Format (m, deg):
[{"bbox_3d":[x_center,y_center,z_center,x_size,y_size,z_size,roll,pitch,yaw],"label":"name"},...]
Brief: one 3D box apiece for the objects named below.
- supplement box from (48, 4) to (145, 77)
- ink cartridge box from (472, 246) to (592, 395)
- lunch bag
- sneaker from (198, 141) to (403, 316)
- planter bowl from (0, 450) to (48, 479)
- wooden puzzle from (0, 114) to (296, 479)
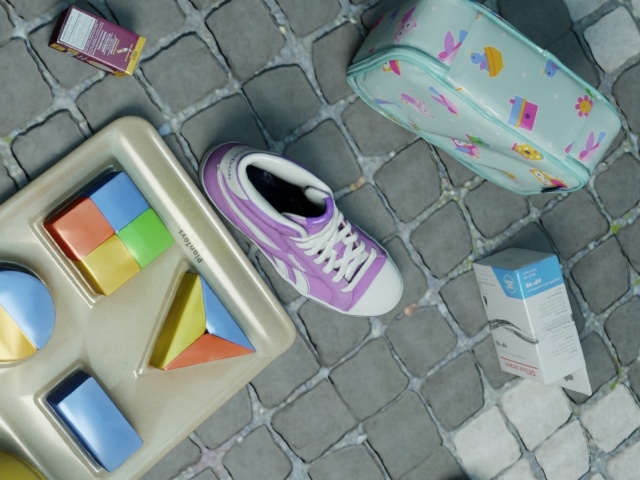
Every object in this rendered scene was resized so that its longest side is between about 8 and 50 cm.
[{"bbox_3d":[-0.229,-0.203,1.234,0.083,0.055,0.043,23,86,-22],"label":"supplement box"},{"bbox_3d":[0.252,0.105,1.432,0.060,0.104,0.180,-21,101,-20],"label":"ink cartridge box"},{"bbox_3d":[0.175,-0.149,1.321,0.279,0.224,0.108,33,78,-16],"label":"lunch bag"},{"bbox_3d":[-0.001,0.001,1.291,0.282,0.161,0.102,36,79,-22],"label":"sneaker"},{"bbox_3d":[-0.308,0.271,1.172,0.090,0.217,0.217,-44,110,-33],"label":"planter bowl"},{"bbox_3d":[-0.229,0.092,1.245,0.348,0.080,0.322,-39,108,-15],"label":"wooden puzzle"}]
